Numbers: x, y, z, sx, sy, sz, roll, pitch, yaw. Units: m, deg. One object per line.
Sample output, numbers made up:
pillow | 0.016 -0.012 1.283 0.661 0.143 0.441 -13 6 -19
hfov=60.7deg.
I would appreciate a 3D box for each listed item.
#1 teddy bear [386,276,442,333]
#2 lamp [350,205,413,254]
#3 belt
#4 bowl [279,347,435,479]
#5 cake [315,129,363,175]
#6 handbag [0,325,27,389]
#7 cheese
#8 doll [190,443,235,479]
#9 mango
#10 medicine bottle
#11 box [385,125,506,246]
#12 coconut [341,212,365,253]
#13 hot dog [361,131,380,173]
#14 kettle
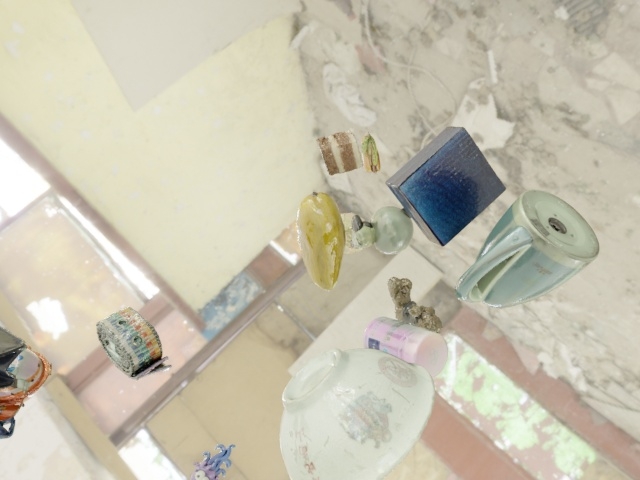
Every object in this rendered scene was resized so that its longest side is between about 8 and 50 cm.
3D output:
teddy bear | 0.332 0.250 1.980 0.251 0.129 0.182 49 -156 22
lamp | 0.241 -0.034 2.119 0.198 0.244 0.197 172 90 -79
belt | -0.663 0.356 1.943 0.295 0.161 0.206 16 124 44
bowl | 0.038 0.384 1.291 0.196 0.435 0.435 50 166 -9
cake | 0.076 -0.337 2.081 0.135 0.147 0.134 -102 -9 -57
handbag | -0.896 0.256 1.224 0.304 0.121 0.329 23 -169 22
cheese | -0.844 0.396 1.456 0.329 0.217 0.129 -112 24 -55
doll | -0.360 0.753 1.823 0.110 0.206 0.067 45 139 3
mango | -0.003 -0.006 1.770 0.195 0.142 0.331 -129 33 -47
medicine bottle | 0.272 0.344 1.772 0.254 0.152 0.152 7 139 57
box | 0.393 -0.171 1.720 0.261 0.279 0.116 50 174 -21
coconut | 0.115 -0.031 2.321 0.194 0.194 0.194 44 166 14
hot dog | 0.147 -0.257 1.604 0.041 0.057 0.133 134 131 -66
kettle | 0.524 0.062 1.506 0.342 0.320 0.247 -57 49 41
